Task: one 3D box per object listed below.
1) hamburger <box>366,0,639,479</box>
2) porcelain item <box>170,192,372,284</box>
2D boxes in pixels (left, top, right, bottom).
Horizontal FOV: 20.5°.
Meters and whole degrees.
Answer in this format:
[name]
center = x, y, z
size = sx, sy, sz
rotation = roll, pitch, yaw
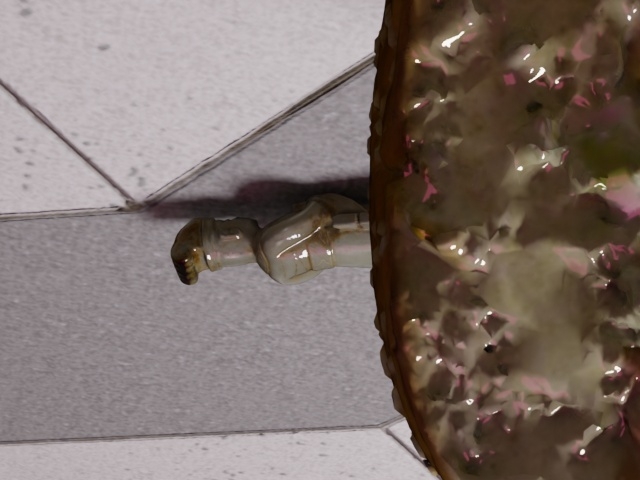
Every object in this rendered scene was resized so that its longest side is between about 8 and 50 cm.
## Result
[hamburger]
center = 0.158, -0.052, 0.928
size = 0.268, 0.445, 0.287
rotation = -1, 177, 0
[porcelain item]
center = 0.000, 0.000, 1.279
size = 0.213, 0.054, 0.084
rotation = -3, 145, 6
